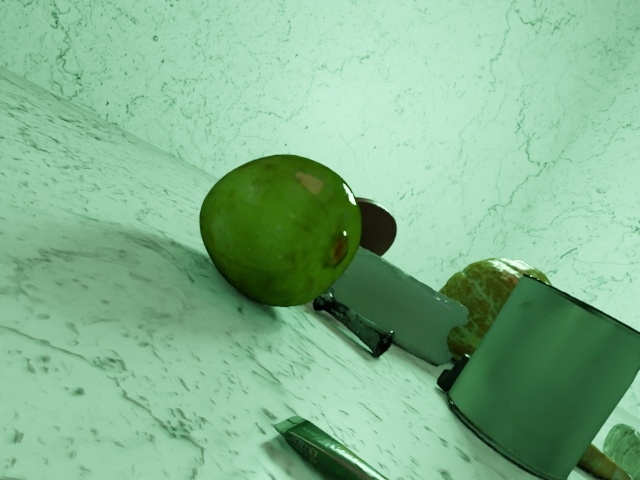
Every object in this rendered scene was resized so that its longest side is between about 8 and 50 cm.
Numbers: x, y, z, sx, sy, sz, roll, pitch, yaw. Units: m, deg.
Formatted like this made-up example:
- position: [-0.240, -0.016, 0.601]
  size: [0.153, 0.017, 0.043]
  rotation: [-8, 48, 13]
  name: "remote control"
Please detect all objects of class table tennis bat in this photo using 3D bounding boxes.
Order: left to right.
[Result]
- position: [0.000, 0.000, 1.067]
  size: [0.415, 0.268, 0.051]
  rotation: [-1, 46, -20]
  name: "table tennis bat"

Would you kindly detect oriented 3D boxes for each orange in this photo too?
- position: [0.447, 0.187, 1.131]
  size: [0.329, 0.329, 0.249]
  rotation: [23, 24, -50]
  name: "orange"

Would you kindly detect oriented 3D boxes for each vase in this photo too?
- position: [0.062, 0.154, 0.831]
  size: [0.167, 0.059, 0.059]
  rotation: [32, 6, 33]
  name: "vase"

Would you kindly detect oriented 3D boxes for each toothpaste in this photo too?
- position: [0.048, 0.210, 0.354]
  size: [0.204, 0.031, 0.049]
  rotation: [30, 3, 25]
  name: "toothpaste"

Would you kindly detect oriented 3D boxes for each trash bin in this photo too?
- position: [0.376, 0.222, 0.725]
  size: [0.277, 0.262, 0.217]
  rotation: [34, 7, 40]
  name: "trash bin"

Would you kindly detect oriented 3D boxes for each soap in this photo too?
- position: [0.146, 0.129, 0.961]
  size: [0.302, 0.159, 0.258]
  rotation: [30, 0, 40]
  name: "soap"

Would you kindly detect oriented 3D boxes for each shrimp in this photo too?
- position: [0.493, 0.395, 0.850]
  size: [0.236, 0.053, 0.133]
  rotation: [33, 7, 6]
  name: "shrimp"

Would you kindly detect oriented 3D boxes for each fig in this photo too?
- position: [-0.086, -0.027, 0.754]
  size: [0.258, 0.258, 0.326]
  rotation: [24, -6, -43]
  name: "fig"

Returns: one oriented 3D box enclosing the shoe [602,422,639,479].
- position: [0.704, 0.478, 0.896]
  size: [0.125, 0.099, 0.227]
  rotation: [21, 10, 0]
  name: "shoe"
